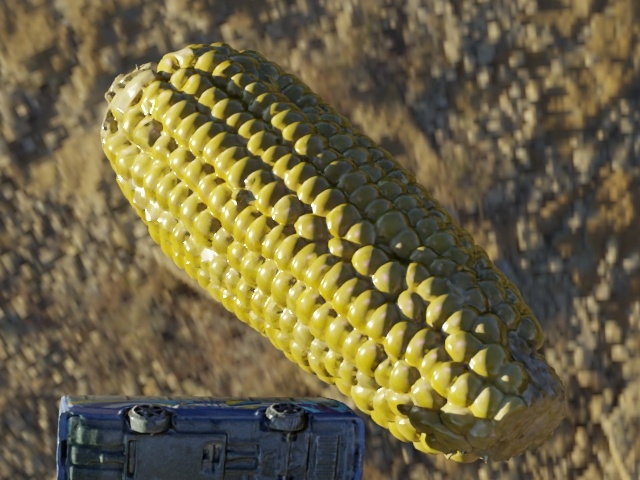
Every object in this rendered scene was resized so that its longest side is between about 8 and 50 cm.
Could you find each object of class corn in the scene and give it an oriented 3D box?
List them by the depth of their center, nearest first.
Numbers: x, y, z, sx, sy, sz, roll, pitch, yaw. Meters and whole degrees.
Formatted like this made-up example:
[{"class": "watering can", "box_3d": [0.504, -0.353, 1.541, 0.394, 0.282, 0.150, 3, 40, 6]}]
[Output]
[{"class": "corn", "box_3d": [0.000, 0.000, 1.115, 0.130, 0.130, 0.347, -41, 60, -14]}]

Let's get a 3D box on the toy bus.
[{"class": "toy bus", "box_3d": [-0.057, 0.102, 0.995, 0.153, 0.061, 0.051, 1, 103, -12]}]
